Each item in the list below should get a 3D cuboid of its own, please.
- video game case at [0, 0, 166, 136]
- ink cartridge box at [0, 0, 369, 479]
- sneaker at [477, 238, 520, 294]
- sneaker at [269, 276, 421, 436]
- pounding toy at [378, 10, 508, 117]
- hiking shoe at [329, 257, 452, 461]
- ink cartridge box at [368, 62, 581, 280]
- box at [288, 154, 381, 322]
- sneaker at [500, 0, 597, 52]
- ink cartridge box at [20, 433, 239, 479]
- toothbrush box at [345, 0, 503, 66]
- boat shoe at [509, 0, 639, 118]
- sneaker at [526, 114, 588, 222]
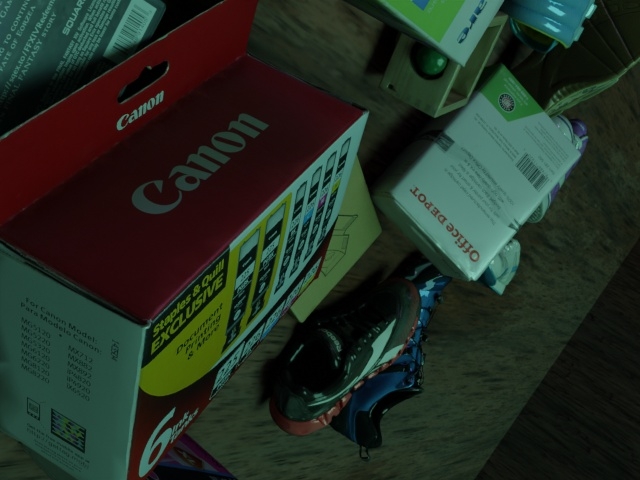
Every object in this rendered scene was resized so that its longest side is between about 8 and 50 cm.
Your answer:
[{"bbox_3d":[-0.224,-0.110,0.531,0.274,0.026,0.196,24,95,-57],"label":"video game case"},{"bbox_3d":[-0.097,-0.009,0.700,0.309,0.130,0.272,-49,162,-45],"label":"ink cartridge box"},{"bbox_3d":[0.279,0.025,1.532,0.092,0.087,0.229,-61,161,0],"label":"sneaker"},{"bbox_3d":[0.039,0.138,1.235,0.276,0.098,0.135,-42,154,-20],"label":"sneaker"},{"bbox_3d":[0.117,-0.213,0.970,0.141,0.100,0.130,-30,147,-59],"label":"pounding toy"},{"bbox_3d":[0.117,0.168,1.365,0.304,0.132,0.113,-54,154,0],"label":"hiking shoe"},{"bbox_3d":[0.186,-0.082,1.137,0.219,0.160,0.092,-48,-164,-11],"label":"ink cartridge box"},{"bbox_3d":[0.000,0.000,1.094,0.164,0.021,0.201,-48,154,-12],"label":"box"},{"bbox_3d":[0.323,-0.338,1.113,0.319,0.127,0.208,-19,136,-36],"label":"sneaker"},{"bbox_3d":[-0.149,0.272,0.996,0.069,0.176,0.371,-52,154,-6],"label":"ink cartridge box"},{"bbox_3d":[-0.004,-0.239,0.585,0.122,0.206,0.283,-60,154,11],"label":"toothbrush box"},{"bbox_3d":[0.325,-0.230,1.215,0.285,0.104,0.089,-33,174,25],"label":"boat shoe"},{"bbox_3d":[0.359,-0.155,1.434,0.161,0.102,0.282,-51,165,-15],"label":"sneaker"}]
